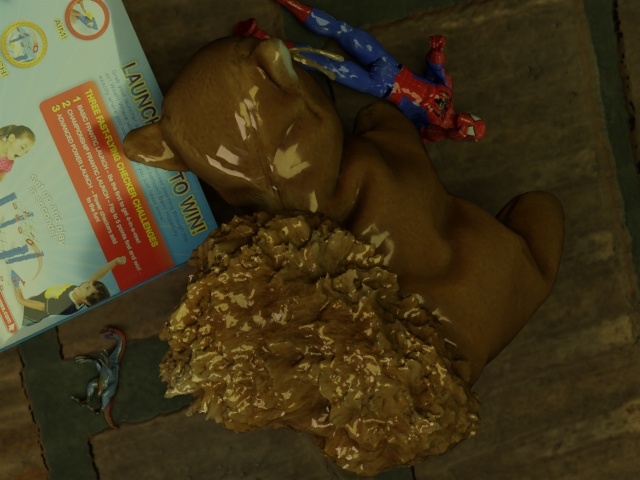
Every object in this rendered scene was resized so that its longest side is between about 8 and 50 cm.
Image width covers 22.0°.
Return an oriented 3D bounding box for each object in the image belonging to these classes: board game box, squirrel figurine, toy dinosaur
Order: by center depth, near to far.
[{"bbox_3d":[0.000,0.000,1.469,0.281,0.397,0.370,-25,118,28],"label":"squirrel figurine"},{"bbox_3d":[-0.290,-0.073,1.549,0.302,0.086,0.308,-25,104,-14],"label":"board game box"},{"bbox_3d":[-0.213,0.130,1.636,0.082,0.047,0.090,-56,142,-14],"label":"toy dinosaur"}]

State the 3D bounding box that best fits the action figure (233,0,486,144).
[{"bbox_3d":[0.067,-0.172,1.630,0.280,0.139,0.091,28,76,-22],"label":"action figure"}]
